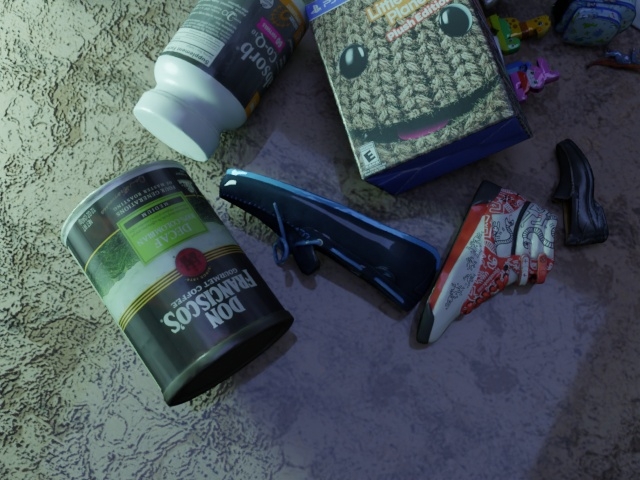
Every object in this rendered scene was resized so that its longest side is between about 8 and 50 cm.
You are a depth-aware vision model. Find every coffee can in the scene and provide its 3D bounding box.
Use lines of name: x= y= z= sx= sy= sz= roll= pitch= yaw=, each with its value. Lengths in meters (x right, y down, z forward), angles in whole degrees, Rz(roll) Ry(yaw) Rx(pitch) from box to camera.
coffee can: x=-0.197 y=0.057 z=1.044 sx=0.202 sy=0.201 sz=0.275 roll=-35 pitch=78 yaw=-9

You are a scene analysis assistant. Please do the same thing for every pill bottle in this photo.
pill bottle: x=-0.150 y=-0.268 z=1.151 sx=0.162 sy=0.162 sz=0.278 roll=30 pitch=78 yaw=7

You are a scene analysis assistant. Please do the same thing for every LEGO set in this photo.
LEGO set: x=0.326 y=-0.322 z=1.206 sx=0.093 sy=0.087 sz=0.227 roll=-17 pitch=76 yaw=11

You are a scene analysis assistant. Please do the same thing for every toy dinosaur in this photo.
toy dinosaur: x=0.498 y=-0.292 z=1.238 sx=0.082 sy=0.047 sz=0.090 roll=43 pitch=112 yaw=1

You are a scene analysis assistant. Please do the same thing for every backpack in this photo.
backpack: x=0.441 y=-0.362 z=1.211 sx=0.115 sy=0.105 sz=0.084 roll=2 pitch=76 yaw=-1

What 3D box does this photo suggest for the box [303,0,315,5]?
box: x=0.007 y=-0.426 z=1.224 sx=0.102 sy=0.101 sz=0.087 roll=28 pitch=77 yaw=8

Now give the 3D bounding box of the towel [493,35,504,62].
towel: x=0.218 y=-0.242 z=1.186 sx=0.152 sy=0.023 sz=0.113 roll=-18 pitch=74 yaw=27

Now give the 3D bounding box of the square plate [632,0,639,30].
square plate: x=0.631 y=-0.483 z=1.274 sx=0.347 sy=0.049 sz=0.344 roll=37 pitch=78 yaw=8

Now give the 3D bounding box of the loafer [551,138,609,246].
loafer: x=0.384 y=-0.073 z=1.158 sx=0.061 sy=0.062 sz=0.169 roll=-13 pitch=74 yaw=1

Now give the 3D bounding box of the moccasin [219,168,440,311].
moccasin: x=0.000 y=0.000 z=1.094 sx=0.342 sy=0.138 sz=0.116 roll=23 pitch=90 yaw=10

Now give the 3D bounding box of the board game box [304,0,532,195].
board game box: x=0.143 y=-0.249 z=1.118 sx=0.232 sy=0.141 sz=0.290 roll=-23 pitch=75 yaw=19

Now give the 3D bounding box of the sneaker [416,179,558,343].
sneaker: x=0.251 y=0.051 z=1.107 sx=0.145 sy=0.090 sz=0.270 roll=25 pitch=74 yaw=8
